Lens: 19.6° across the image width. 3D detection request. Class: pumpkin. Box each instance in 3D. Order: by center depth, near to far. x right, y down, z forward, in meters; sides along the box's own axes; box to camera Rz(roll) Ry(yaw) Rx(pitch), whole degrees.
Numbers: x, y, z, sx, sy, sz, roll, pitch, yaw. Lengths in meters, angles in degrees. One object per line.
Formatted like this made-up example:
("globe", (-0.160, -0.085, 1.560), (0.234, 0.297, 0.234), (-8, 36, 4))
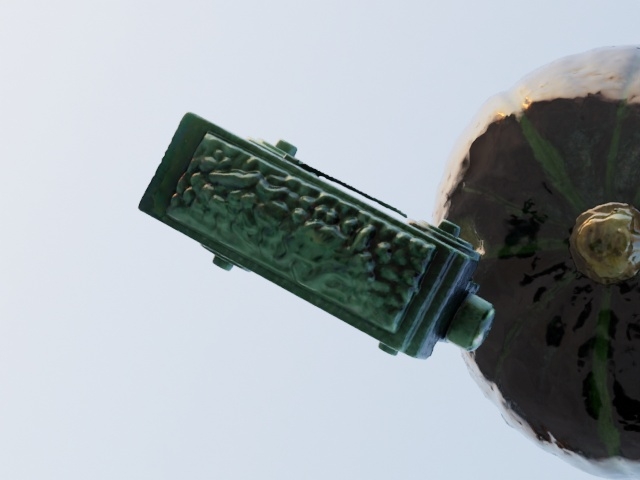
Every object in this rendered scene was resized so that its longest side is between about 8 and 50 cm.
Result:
("pumpkin", (0.218, 0.012, 1.264), (0.315, 0.238, 0.315), (-6, -106, 21))

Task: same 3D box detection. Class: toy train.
("toy train", (0.000, 0.000, 0.858), (0.172, 0.099, 0.070), (28, -88, 16))
